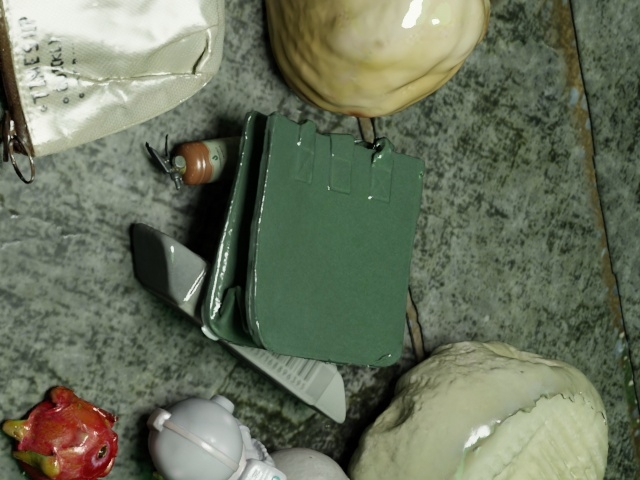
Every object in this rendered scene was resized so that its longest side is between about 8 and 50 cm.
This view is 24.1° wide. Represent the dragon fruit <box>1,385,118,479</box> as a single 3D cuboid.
[{"bbox_3d":[-0.258,0.216,1.574,0.112,0.068,0.126,-43,126,-23],"label":"dragon fruit"}]

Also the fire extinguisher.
[{"bbox_3d":[-0.106,-0.091,1.615,0.177,0.050,0.062,-9,81,-37],"label":"fire extinguisher"}]

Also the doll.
[{"bbox_3d":[-0.082,0.268,1.683,0.287,0.151,0.151,39,78,-35],"label":"doll"}]

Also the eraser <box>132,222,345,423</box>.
[{"bbox_3d":[-0.085,0.096,1.660,0.352,0.089,0.061,41,80,-38],"label":"eraser"}]

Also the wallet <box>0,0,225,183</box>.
[{"bbox_3d":[-0.217,-0.246,1.467,0.274,0.068,0.335,-19,113,-31],"label":"wallet"}]

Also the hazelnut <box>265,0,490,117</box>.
[{"bbox_3d":[0.053,-0.254,1.604,0.241,0.261,0.261,15,94,-8],"label":"hazelnut"}]

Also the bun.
[{"bbox_3d":[0.183,0.282,1.852,0.359,0.211,0.360,-17,120,-32],"label":"bun"}]

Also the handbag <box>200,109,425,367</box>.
[{"bbox_3d":[-0.002,0.001,1.620,0.247,0.079,0.260,15,80,-46],"label":"handbag"}]
